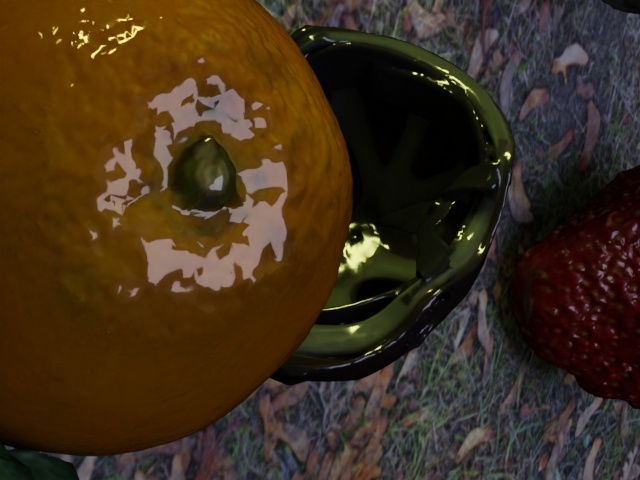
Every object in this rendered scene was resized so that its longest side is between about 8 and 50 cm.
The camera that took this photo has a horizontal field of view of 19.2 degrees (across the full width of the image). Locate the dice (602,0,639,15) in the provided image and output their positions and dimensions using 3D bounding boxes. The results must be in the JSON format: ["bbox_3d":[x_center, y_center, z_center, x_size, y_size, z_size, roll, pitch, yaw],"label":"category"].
[{"bbox_3d":[0.319,-0.325,1.719,0.182,0.181,0.183,-50,135,-36],"label":"dice"}]

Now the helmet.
[{"bbox_3d":[0.000,0.000,1.375,0.305,0.225,0.177,-47,164,-23],"label":"helmet"}]

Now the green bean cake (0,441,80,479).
[{"bbox_3d":[-0.286,0.216,0.980,0.308,0.169,0.300,-41,147,13],"label":"green bean cake"}]

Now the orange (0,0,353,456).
[{"bbox_3d":[-0.132,-0.027,1.100,0.312,0.312,0.312,-21,117,-49],"label":"orange"}]

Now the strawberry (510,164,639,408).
[{"bbox_3d":[0.333,0.051,1.816,0.257,0.261,0.261,-41,131,-50],"label":"strawberry"}]
